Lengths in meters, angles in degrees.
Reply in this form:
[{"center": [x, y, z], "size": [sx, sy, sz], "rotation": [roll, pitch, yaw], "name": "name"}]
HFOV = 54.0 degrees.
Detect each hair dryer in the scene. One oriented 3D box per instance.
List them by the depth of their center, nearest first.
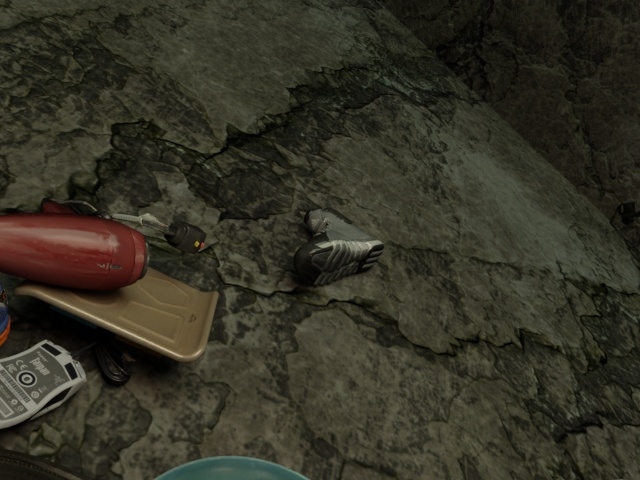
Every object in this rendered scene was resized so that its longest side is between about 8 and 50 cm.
[{"center": [-0.290, 0.002, 0.724], "size": [0.223, 0.080, 0.293], "rotation": [10, 5, 17], "name": "hair dryer"}]

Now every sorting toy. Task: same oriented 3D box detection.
[{"center": [-0.231, 0.070, 0.749], "size": [0.208, 0.038, 0.193], "rotation": [23, 14, -10], "name": "sorting toy"}]

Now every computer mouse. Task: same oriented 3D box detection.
[{"center": [-0.285, 0.139, 0.648], "size": [0.106, 0.042, 0.193], "rotation": [45, 28, 9], "name": "computer mouse"}]

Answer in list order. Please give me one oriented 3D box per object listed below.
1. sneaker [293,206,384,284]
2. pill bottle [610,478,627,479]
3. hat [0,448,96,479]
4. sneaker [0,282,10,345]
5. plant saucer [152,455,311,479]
[{"center": [0.000, 0.000, 1.052], "size": [0.132, 0.086, 0.228], "rotation": [44, 23, 25], "name": "sneaker"}, {"center": [0.449, 0.461, 0.712], "size": [0.361, 0.204, 0.204], "rotation": [39, 33, 8], "name": "pill bottle"}, {"center": [-0.167, 0.242, 0.397], "size": [0.331, 0.134, 0.331], "rotation": [34, 24, -17], "name": "hat"}, {"center": [-0.416, 0.042, 0.615], "size": [0.221, 0.087, 0.083], "rotation": [16, 35, -25], "name": "sneaker"}, {"center": [-0.062, 0.349, 0.564], "size": [0.317, 0.044, 0.318], "rotation": [22, 34, -16], "name": "plant saucer"}]
